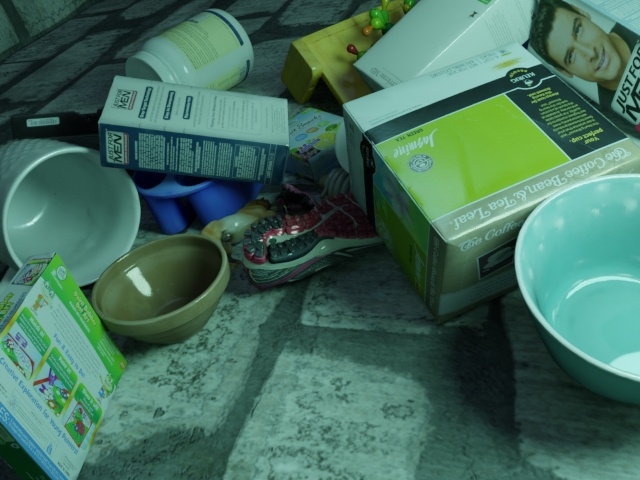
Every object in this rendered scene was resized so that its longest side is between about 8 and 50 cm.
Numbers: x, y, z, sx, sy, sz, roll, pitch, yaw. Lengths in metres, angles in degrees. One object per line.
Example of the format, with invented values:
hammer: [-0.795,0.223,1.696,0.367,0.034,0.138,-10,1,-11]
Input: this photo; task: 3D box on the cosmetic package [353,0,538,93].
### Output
cosmetic package: [0.281,-0.432,1.396,0.365,0.155,0.197,-43,45,3]

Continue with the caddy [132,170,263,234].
caddy: [-0.260,-0.165,1.388,0.241,0.179,0.341,-3,38,19]

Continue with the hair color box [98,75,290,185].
hair color box: [-0.240,-0.215,1.238,0.347,0.105,0.174,6,42,-10]

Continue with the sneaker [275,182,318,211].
sneaker: [-0.050,-0.077,1.314,0.057,0.047,0.119,-50,43,-12]

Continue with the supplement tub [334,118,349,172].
supplement tub: [0.135,-0.190,1.242,0.144,0.144,0.200,16,17,36]

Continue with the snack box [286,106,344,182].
snack box: [-0.021,-0.229,1.475,0.174,0.070,0.207,-36,39,-25]

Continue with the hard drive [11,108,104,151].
hard drive: [-0.564,-0.240,1.516,0.237,0.064,0.339,-6,-1,-9]

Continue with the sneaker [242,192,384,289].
sneaker: [0.000,0.000,1.136,0.299,0.112,0.121,-13,50,-19]

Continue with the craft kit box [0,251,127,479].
craft kit box: [-0.390,0.188,0.901,0.061,0.250,0.246,-6,36,16]

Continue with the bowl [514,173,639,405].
bowl: [0.400,0.080,0.794,0.311,0.163,0.311,-6,49,7]

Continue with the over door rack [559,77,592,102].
over door rack: [0.453,-0.361,1.442,0.239,0.108,0.324,-27,37,-17]

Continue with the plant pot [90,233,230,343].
plant pot: [-0.262,0.099,1.091,0.237,0.110,0.237,-10,36,7]

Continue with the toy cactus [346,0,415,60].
toy cactus: [0.178,-0.490,1.547,0.219,0.180,0.112,-52,11,-21]

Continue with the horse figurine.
horse figurine: [-0.158,-0.008,1.236,0.263,0.066,0.174,-36,46,-30]

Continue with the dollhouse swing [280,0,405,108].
dollhouse swing: [0.130,-0.428,1.696,0.347,0.305,0.315,-27,-4,-15]

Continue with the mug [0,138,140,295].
mug: [-0.600,-0.032,1.293,0.328,0.276,0.374,16,75,41]

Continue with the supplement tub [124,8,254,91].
supplement tub: [-0.381,-0.514,1.852,0.235,0.235,0.325,18,47,38]

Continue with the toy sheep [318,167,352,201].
toy sheep: [0.053,-0.102,1.269,0.132,0.091,0.091,23,49,23]

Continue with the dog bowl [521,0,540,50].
dog bowl: [0.597,-0.571,1.671,0.265,0.104,0.265,-10,36,7]

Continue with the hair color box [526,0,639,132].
hair color box: [0.594,-0.369,1.240,0.113,0.185,0.374,-28,56,-17]

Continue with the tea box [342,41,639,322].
tea box: [0.254,-0.102,1.008,0.329,0.220,0.323,-22,52,-10]
